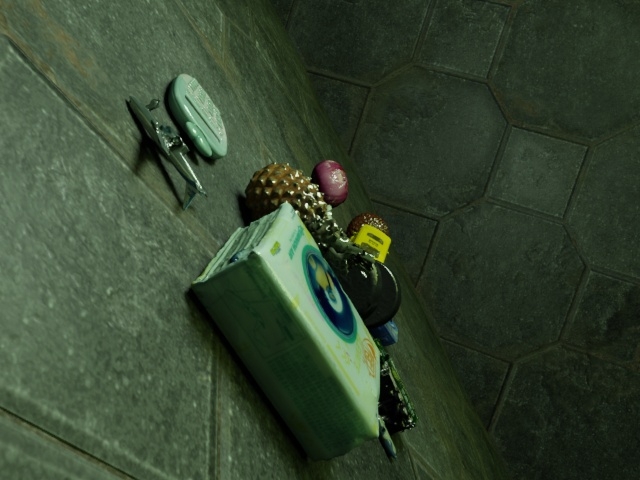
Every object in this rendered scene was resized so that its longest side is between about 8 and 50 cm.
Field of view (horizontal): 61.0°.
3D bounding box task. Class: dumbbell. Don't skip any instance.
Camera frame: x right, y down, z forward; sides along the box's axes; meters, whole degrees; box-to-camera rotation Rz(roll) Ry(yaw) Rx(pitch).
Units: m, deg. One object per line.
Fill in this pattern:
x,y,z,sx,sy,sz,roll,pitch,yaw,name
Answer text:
0.088,0.129,1.434,0.204,0.203,0.322,67,13,18,dumbbell

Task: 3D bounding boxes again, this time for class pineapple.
-0.030,-0.036,1.204,0.361,0.175,0.175,46,0,39,pineapple

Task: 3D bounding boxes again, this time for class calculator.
-0.272,-0.275,1.215,0.184,0.042,0.295,54,13,-33,calculator

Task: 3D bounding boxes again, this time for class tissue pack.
-0.038,0.154,0.998,0.388,0.162,0.287,59,17,-14,tissue pack

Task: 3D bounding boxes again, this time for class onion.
0.026,-0.202,1.964,0.177,0.153,0.177,3,90,-84,onion

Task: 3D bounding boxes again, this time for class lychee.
0.188,-0.013,2.183,0.188,0.188,0.188,57,14,-23,lychee

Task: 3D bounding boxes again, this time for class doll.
0.165,0.499,1.381,0.125,0.027,0.037,63,6,2,doll

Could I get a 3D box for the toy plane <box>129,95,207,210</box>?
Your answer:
-0.270,-0.166,0.969,0.226,0.058,0.226,63,-3,0,toy plane

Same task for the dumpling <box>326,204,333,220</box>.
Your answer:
0.003,0.002,1.555,0.155,0.111,0.181,-86,159,-58,dumpling

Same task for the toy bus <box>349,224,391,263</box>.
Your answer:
0.142,0.050,1.770,0.144,0.152,0.330,31,21,2,toy bus

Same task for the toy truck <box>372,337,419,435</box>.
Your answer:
0.177,0.399,1.502,0.259,0.088,0.121,66,15,9,toy truck

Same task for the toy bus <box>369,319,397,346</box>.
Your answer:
0.186,0.255,1.834,0.236,0.079,0.094,55,17,-29,toy bus
